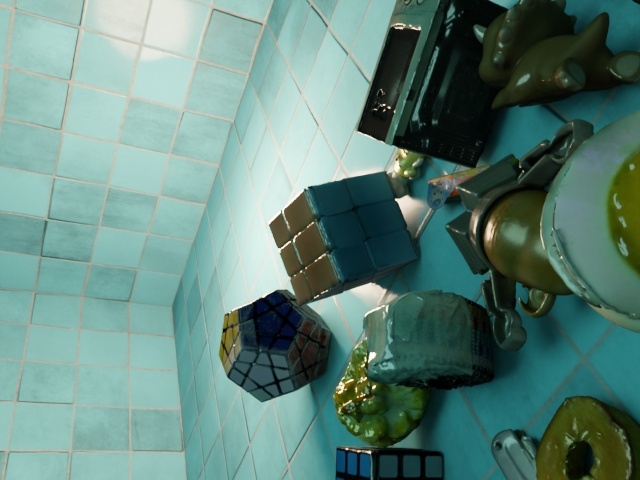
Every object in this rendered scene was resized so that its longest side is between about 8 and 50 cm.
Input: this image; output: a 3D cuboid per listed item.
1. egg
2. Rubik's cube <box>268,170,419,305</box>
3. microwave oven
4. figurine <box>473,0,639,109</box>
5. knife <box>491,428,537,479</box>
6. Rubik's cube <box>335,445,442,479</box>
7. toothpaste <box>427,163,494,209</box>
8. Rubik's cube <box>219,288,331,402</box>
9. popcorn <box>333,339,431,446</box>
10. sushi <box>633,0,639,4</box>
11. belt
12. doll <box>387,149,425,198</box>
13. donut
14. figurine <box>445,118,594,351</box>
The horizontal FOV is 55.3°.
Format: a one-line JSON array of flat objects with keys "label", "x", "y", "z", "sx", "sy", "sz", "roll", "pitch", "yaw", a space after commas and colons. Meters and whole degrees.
[{"label": "egg", "x": 0.422, "y": -0.017, "z": 0.723, "sx": 0.264, "sy": 0.174, "sz": 0.286, "roll": 41, "pitch": 94, "yaw": 34}, {"label": "Rubik's cube", "x": 0.050, "y": -0.002, "z": 1.395, "sx": 0.221, "sy": 0.231, "sz": 0.224, "roll": -36, "pitch": 72, "yaw": 56}, {"label": "microwave oven", "x": 0.231, "y": -0.310, "z": 1.163, "sx": 0.181, "sy": 0.238, "sz": 0.295, "roll": 42, "pitch": 117, "yaw": 62}, {"label": "figurine", "x": 0.356, "y": -0.308, "z": 0.967, "sx": 0.247, "sy": 0.177, "sz": 0.173, "roll": -162, "pitch": 63, "yaw": -77}, {"label": "knife", "x": 0.338, "y": 0.392, "z": 0.904, "sx": 0.073, "sy": 0.041, "sz": 0.265, "roll": -59, "pitch": 31, "yaw": 25}, {"label": "Rubik's cube", "x": 0.128, "y": 0.486, "z": 1.182, "sx": 0.162, "sy": 0.163, "sz": 0.160, "roll": -26, "pitch": 57, "yaw": 59}, {"label": "toothpaste", "x": 0.284, "y": -0.098, "z": 1.204, "sx": 0.193, "sy": 0.044, "sz": 0.070, "roll": 172, "pitch": 104, "yaw": -65}, {"label": "Rubik's cube", "x": -0.128, "y": 0.285, "z": 1.690, "sx": 0.264, "sy": 0.319, "sz": 0.319, "roll": 86, "pitch": 177, "yaw": -57}, {"label": "popcorn", "x": 0.126, "y": 0.300, "z": 1.236, "sx": 0.221, "sy": 0.184, "sz": 0.204, "roll": -68, "pitch": 20, "yaw": -6}, {"label": "sushi", "x": 0.472, "y": -0.416, "z": 0.751, "sx": 0.343, "sy": 0.182, "sz": 0.196, "roll": 14, "pitch": 88, "yaw": 63}, {"label": "belt", "x": 0.187, "y": 0.180, "z": 1.056, "sx": 0.207, "sy": 0.257, "sz": 0.150, "roll": -16, "pitch": 64, "yaw": 34}, {"label": "doll", "x": 0.193, "y": -0.170, "z": 1.407, "sx": 0.106, "sy": 0.062, "sz": 0.162, "roll": -107, "pitch": 34, "yaw": -53}, {"label": "donut", "x": 0.373, "y": 0.305, "z": 0.835, "sx": 0.162, "sy": 0.065, "sz": 0.178, "roll": -109, "pitch": 36, "yaw": -55}, {"label": "figurine", "x": 0.321, "y": -0.009, "z": 0.943, "sx": 0.285, "sy": 0.167, "sz": 0.342, "roll": -135, "pitch": 37, "yaw": -70}]
